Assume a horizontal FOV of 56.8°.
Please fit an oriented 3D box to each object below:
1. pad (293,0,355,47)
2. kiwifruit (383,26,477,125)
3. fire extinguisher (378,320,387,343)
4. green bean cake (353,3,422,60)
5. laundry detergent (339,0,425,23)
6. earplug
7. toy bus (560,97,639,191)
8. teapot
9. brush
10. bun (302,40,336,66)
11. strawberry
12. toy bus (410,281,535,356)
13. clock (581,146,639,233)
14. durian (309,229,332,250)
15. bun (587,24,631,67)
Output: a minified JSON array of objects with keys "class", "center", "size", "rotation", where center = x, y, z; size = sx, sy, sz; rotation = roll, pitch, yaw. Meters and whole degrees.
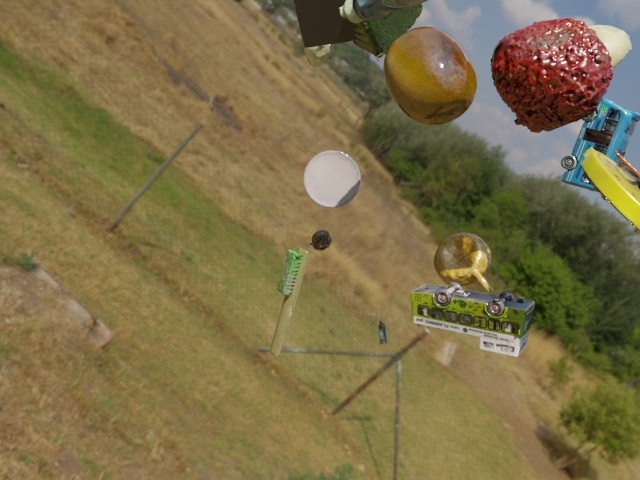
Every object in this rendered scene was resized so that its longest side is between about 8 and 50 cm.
[{"class":"pad","center":[0.003,-0.688,1.711],"size":[0.004,0.164,0.242],"rotation":[-67,149,-53]},{"class":"kiwifruit","center":[0.247,-0.380,1.354],"size":[0.196,0.196,0.233],"rotation":[28,37,-53]},{"class":"fire extinguisher","center":[0.215,0.316,2.049],"size":[0.038,0.025,0.083],"rotation":[-4,87,-62]},{"class":"green bean cake","center":[0.184,-0.746,1.877],"size":[0.156,0.247,0.250],"rotation":[41,2,29]},{"class":"laundry detergent","center":[0.188,-0.673,1.613],"size":[0.143,0.290,0.094],"rotation":[-2,84,-54]},{"class":"earplug","center":[0.053,-0.200,1.909],"size":[0.172,0.172,0.301],"rotation":[45,10,0]},{"class":"toy bus","center":[0.767,-0.259,1.625],"size":[0.134,0.246,0.114],"rotation":[28,18,37]},{"class":"teapot","center":[0.530,0.092,2.133],"size":[0.167,0.203,0.311],"rotation":[44,6,-42]},{"class":"brush","center":[-0.089,0.153,1.483],"size":[0.048,0.282,0.054],"rotation":[11,9,-27]},{"class":"bun","center":[0.003,-0.660,1.931],"size":[0.183,0.102,0.183],"rotation":[1,90,-80]},{"class":"strawberry","center":[0.500,-0.379,1.342],"size":[0.221,0.274,0.274],"rotation":[8,27,-18]},{"class":"toy bus","center":[0.388,0.194,1.529],"size":[0.302,0.139,0.113],"rotation":[9,14,33]},{"class":"clock","center":[0.660,-0.087,1.213],"size":[0.277,0.071,0.293],"rotation":[36,31,-9]},{"class":"durian","center":[0.000,0.000,2.220],"size":[0.080,0.091,0.080],"rotation":[167,-90,-71]},{"class":"bun","center":[1.042,-0.745,2.377],"size":[0.202,0.364,0.364],"rotation":[52,11,-11]}]
